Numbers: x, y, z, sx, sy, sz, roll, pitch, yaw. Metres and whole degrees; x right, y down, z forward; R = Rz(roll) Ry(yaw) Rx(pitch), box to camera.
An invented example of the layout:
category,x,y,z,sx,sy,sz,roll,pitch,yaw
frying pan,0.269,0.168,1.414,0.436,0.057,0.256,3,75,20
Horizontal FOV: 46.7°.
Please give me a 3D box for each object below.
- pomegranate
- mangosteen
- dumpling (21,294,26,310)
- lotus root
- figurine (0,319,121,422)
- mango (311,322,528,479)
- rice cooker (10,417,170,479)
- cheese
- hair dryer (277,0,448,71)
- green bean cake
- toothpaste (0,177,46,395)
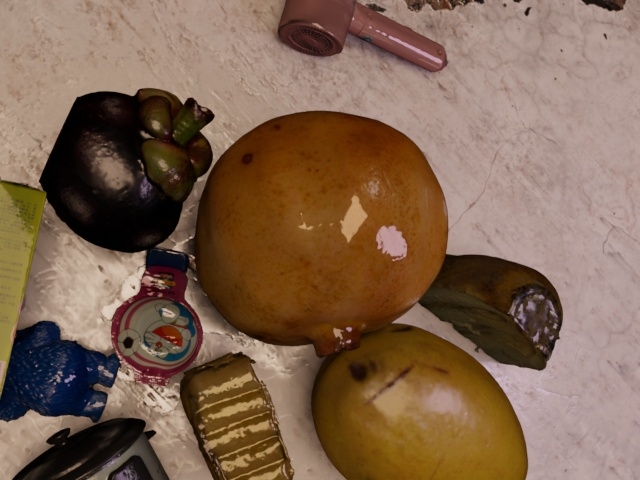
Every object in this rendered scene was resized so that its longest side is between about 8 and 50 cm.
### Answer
category,x,y,z,sx,sy,sz,roll,pitch,yaw
pomegranate,0.000,0.000,1.191,0.416,0.416,0.417,2,84,-16
mangosteen,-0.302,-0.127,1.167,0.233,0.287,0.288,29,77,-13
dumpling,-0.528,0.070,1.175,0.169,0.100,0.134,-42,99,-16
lotus root,0.318,0.102,1.330,0.267,0.260,0.149,36,75,-10
figurine,-0.452,0.208,1.170,0.262,0.121,0.164,4,84,-15
mango,0.187,0.328,1.293,0.445,0.220,0.301,37,73,-13
rice cooker,-0.345,0.390,1.121,0.280,0.241,0.227,-32,97,-50
cheese,-0.269,0.123,1.246,0.155,0.062,0.244,12,61,-19
hair dryer,0.105,-0.426,1.417,0.352,0.125,0.210,20,77,-23
green bean cake,-0.141,0.297,1.199,0.131,0.224,0.230,-19,88,-14
toothpaste,-0.477,0.079,1.081,0.077,0.110,0.328,14,76,-24
